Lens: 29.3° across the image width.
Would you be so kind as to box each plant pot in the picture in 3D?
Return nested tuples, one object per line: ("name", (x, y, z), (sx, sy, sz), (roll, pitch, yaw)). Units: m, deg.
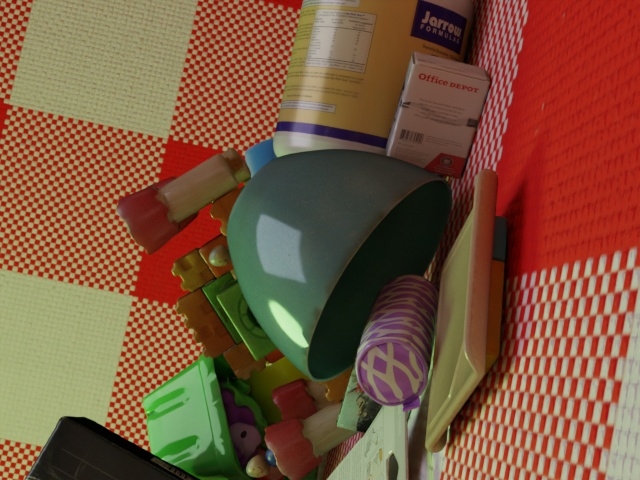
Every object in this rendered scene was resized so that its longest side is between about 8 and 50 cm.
("plant pot", (0.000, 0.000, 1.511), (0.290, 0.195, 0.290), (-46, -23, -25))

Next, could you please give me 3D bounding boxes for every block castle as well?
("block castle", (-0.112, 0.100, 1.760), (0.453, 0.213, 0.303), (58, -175, -6))

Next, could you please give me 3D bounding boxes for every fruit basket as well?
("fruit basket", (-0.093, 0.328, 2.218), (0.392, 0.392, 0.283), (109, 152, -56))

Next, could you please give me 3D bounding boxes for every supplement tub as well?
("supplement tub", (0.079, -0.250, 1.696), (0.241, 0.241, 0.331), (-169, 92, -85))

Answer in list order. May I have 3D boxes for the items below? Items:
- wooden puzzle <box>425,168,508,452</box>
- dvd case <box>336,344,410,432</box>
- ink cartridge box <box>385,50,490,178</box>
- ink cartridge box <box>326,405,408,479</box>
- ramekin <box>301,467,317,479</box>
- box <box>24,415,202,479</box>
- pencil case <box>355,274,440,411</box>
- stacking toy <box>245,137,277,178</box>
("wooden puzzle", (0.151, 0.078, 1.249), (0.238, 0.044, 0.221), (99, 180, -59))
("dvd case", (0.075, 0.194, 1.546), (0.013, 0.087, 0.119), (-80, 4, -67))
("ink cartridge box", (0.145, -0.157, 1.529), (0.056, 0.099, 0.135), (-85, 10, -64))
("ink cartridge box", (0.064, 0.345, 1.429), (0.261, 0.066, 0.296), (-57, 16, 33))
("ramekin", (-0.101, 0.490, 2.507), (0.303, 0.148, 0.303), (-168, 90, -85))
("box", (-0.295, 0.585, 1.871), (0.472, 0.480, 0.297), (-61, 0, -9))
("pencil case", (0.093, 0.112, 1.399), (0.088, 0.086, 0.206), (66, -161, -14))
("stacking toy", (-0.038, -0.031, 2.206), (0.302, 0.175, 0.166), (91, 166, -46))
